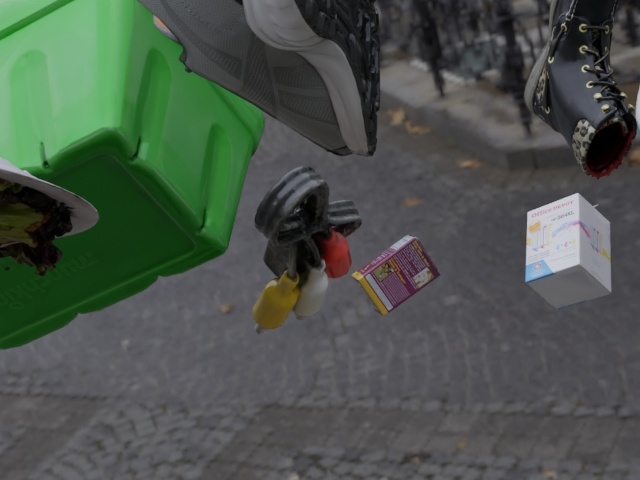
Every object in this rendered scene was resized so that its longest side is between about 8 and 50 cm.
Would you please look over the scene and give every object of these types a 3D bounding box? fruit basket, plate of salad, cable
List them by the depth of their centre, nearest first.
[{"bbox_3d":[-0.197,-0.011,0.523,0.199,0.048,0.200,4,-11,1],"label":"plate of salad"},{"bbox_3d":[0.000,0.000,1.051,0.139,0.072,0.287,-38,-9,-16],"label":"cable"},{"bbox_3d":[-0.264,-0.120,1.055,0.392,0.283,0.392,-18,48,21],"label":"fruit basket"}]

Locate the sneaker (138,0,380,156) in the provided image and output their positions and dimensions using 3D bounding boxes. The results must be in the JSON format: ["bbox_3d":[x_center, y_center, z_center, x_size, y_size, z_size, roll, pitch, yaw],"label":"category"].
[{"bbox_3d":[-0.027,-0.121,0.701,0.108,0.100,0.271,-5,-18,16],"label":"sneaker"}]

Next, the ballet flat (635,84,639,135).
[{"bbox_3d":[0.501,-0.246,1.400,0.139,0.139,0.400,9,44,48],"label":"ballet flat"}]

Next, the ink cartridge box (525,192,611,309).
[{"bbox_3d":[0.357,0.009,1.755,0.092,0.090,0.143,-22,47,36],"label":"ink cartridge box"}]

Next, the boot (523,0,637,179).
[{"bbox_3d":[0.332,-0.209,1.447,0.085,0.236,0.179,1,38,-20],"label":"boot"}]

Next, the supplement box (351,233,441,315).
[{"bbox_3d":[0.086,0.039,1.384,0.083,0.055,0.043,-35,10,-5],"label":"supplement box"}]
